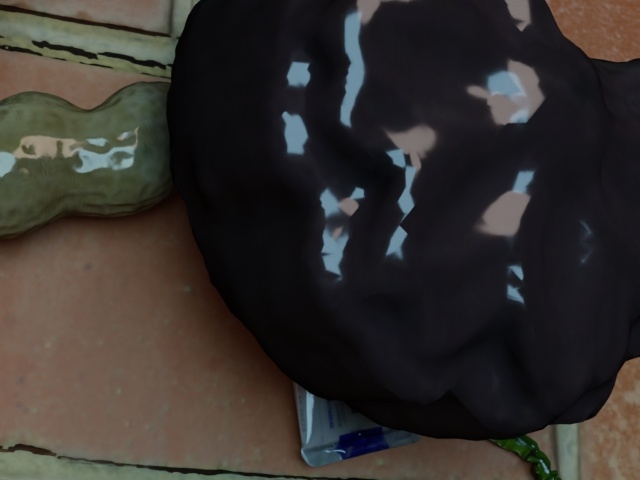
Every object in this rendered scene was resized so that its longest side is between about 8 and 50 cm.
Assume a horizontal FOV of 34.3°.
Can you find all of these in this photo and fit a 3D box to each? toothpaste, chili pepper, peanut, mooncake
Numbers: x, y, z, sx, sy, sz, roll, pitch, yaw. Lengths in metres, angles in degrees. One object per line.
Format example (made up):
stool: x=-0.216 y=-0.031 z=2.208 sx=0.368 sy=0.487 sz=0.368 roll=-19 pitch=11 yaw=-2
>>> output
toothpaste: x=0.000 y=0.000 z=0.778 sx=0.100 sy=0.066 sz=0.323 roll=-7 pitch=79 yaw=-29
chili pepper: x=0.160 y=0.167 z=0.801 sx=0.083 sy=0.022 sz=0.027 roll=43 pitch=30 yaw=-1
peanut: x=-0.174 y=-0.060 z=0.720 sx=0.228 sy=0.085 sz=0.104 roll=-11 pitch=58 yaw=-24
mooncake: x=0.090 y=-0.048 z=0.702 sx=0.381 sy=0.212 sz=0.350 roll=25 pitch=70 yaw=-29
